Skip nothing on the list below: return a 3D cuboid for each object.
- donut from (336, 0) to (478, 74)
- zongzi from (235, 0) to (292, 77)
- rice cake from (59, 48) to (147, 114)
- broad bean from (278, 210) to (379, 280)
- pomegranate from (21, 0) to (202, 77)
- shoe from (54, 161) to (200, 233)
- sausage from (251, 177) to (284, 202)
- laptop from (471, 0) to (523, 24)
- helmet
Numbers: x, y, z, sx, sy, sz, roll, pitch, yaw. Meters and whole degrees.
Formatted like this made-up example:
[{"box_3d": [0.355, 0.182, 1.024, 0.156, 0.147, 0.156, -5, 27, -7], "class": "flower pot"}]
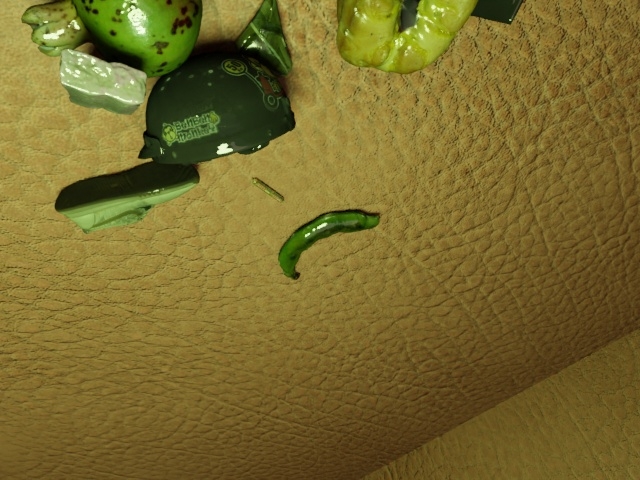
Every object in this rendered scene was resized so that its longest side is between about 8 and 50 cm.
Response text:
[{"box_3d": [0.136, -0.393, 0.799, 0.209, 0.128, 0.261, 6, 144, -21], "class": "donut"}, {"box_3d": [-0.072, -0.349, 0.857, 0.109, 0.055, 0.119, 24, 111, -38], "class": "zongzi"}, {"box_3d": [-0.320, -0.223, 0.743, 0.106, 0.298, 0.050, 8, 96, -25], "class": "rice cake"}, {"box_3d": [0.000, 0.000, 1.231, 0.292, 0.049, 0.144, -36, 140, 20], "class": "broad bean"}, {"box_3d": [-0.284, -0.326, 0.701, 0.248, 0.202, 0.202, -20, 137, -10], "class": "pomegranate"}, {"box_3d": [-0.368, -0.083, 0.986, 0.275, 0.103, 0.098, -13, 137, 2], "class": "shoe"}, {"box_3d": [-0.115, -0.110, 1.102, 0.015, 0.015, 0.100, -38, 133, 19], "class": "sausage"}, {"box_3d": [0.329, -0.487, 0.880, 0.135, 0.016, 0.197, 3, 132, -19], "class": "laptop"}, {"box_3d": [-0.185, -0.227, 0.835, 0.279, 0.230, 0.160, -3, 115, 15], "class": "helmet"}]
